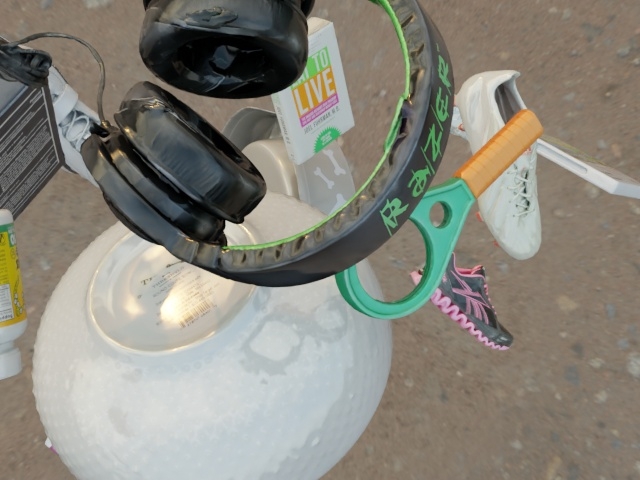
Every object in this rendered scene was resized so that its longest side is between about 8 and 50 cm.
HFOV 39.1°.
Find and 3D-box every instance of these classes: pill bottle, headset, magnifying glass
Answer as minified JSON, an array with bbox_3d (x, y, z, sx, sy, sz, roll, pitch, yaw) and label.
[{"bbox_3d":[-0.435,0.070,1.138,0.117,0.117,0.208,-6,96,-1],"label":"pill bottle"},{"bbox_3d":[-0.104,-0.114,0.646,0.394,0.185,0.243,14,81,32],"label":"headset"},{"bbox_3d":[0.103,-0.027,0.745,0.231,0.026,0.092,-44,111,-19],"label":"magnifying glass"}]

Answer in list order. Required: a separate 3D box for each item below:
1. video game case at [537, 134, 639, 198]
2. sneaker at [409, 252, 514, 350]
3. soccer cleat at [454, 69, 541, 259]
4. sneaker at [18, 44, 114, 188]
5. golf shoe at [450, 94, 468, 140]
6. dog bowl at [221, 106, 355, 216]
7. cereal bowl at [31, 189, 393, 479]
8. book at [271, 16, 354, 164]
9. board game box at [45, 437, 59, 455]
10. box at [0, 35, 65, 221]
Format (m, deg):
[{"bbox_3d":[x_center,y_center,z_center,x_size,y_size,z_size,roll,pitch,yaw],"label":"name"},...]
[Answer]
[{"bbox_3d":[0.456,-0.132,1.569,0.206,0.227,0.026,36,109,29],"label":"video game case"},{"bbox_3d":[0.140,0.053,0.829,0.119,0.047,0.057,40,91,-14],"label":"sneaker"},{"bbox_3d":[0.190,-0.075,0.908,0.068,0.076,0.196,-21,97,-38],"label":"soccer cleat"},{"bbox_3d":[-0.465,-0.222,1.721,0.210,0.366,0.137,26,72,25],"label":"sneaker"},{"bbox_3d":[0.235,-0.214,1.582,0.176,0.069,0.086,-13,80,-5],"label":"golf shoe"},{"bbox_3d":[-0.060,-0.019,1.310,0.102,0.348,0.349,-2,89,-28],"label":"dog bowl"},{"bbox_3d":[-0.110,0.073,0.821,0.338,0.141,0.339,-8,49,9],"label":"cereal bowl"},{"bbox_3d":[-0.015,-0.175,1.063,0.096,0.035,0.144,-39,134,-26],"label":"book"},{"bbox_3d":[-0.144,0.325,1.196,0.318,0.318,0.066,26,89,29],"label":"board game box"},{"bbox_3d":[-0.548,-0.128,1.331,0.182,0.294,0.296,32,65,3],"label":"box"}]
